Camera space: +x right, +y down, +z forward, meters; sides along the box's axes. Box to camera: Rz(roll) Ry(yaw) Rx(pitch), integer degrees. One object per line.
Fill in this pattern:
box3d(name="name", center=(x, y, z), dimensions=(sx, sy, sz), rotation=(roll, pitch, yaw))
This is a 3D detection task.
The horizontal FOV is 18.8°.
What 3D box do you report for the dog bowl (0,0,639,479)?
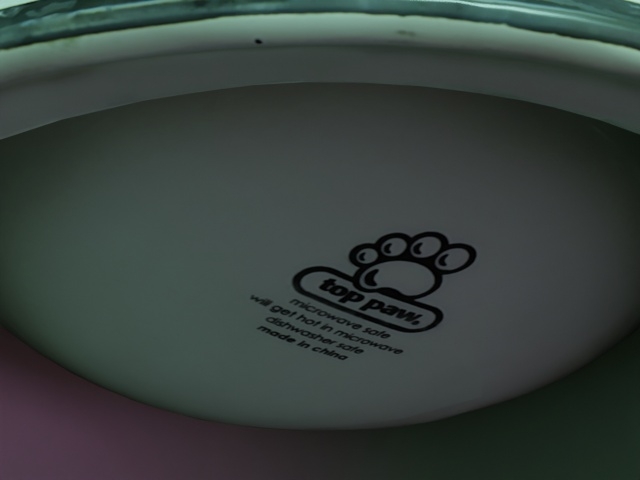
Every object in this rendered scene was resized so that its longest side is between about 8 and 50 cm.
box3d(name="dog bowl", center=(0.000, 0.000, 0.629), dimensions=(0.408, 0.408, 0.150), rotation=(58, 26, -52))
